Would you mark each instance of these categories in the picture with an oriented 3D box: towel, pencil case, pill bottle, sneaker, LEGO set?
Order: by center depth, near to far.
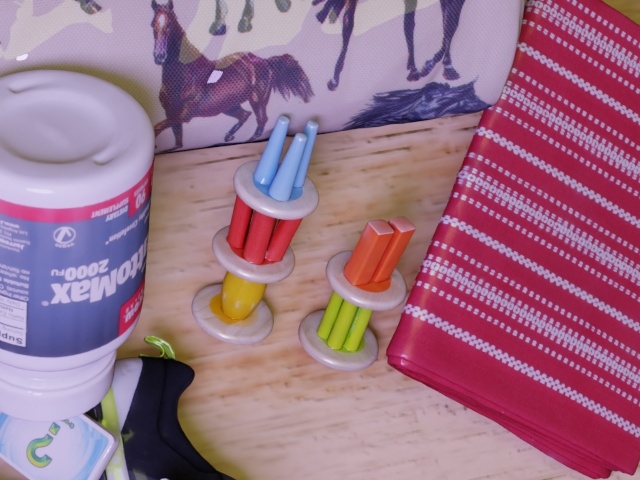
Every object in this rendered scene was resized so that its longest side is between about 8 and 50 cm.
[{"bbox_3d":[-0.148,0.008,1.005,0.108,0.180,0.108,5,40,-4],"label":"pill bottle"},{"bbox_3d":[-0.132,0.209,1.006,0.244,0.060,0.182,33,93,25],"label":"LEGO set"},{"bbox_3d":[-0.084,0.172,1.084,0.097,0.084,0.235,-14,85,-15],"label":"sneaker"},{"bbox_3d":[-0.081,-0.143,1.090,0.410,0.160,0.184,-7,91,-13],"label":"pencil case"},{"bbox_3d":[0.164,-0.006,1.164,0.199,0.031,0.275,28,77,-25],"label":"towel"}]

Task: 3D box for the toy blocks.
[{"bbox_3d":[0.000,0.000,1.097,0.123,0.148,0.054,14,36,-10],"label":"toy blocks"}]
